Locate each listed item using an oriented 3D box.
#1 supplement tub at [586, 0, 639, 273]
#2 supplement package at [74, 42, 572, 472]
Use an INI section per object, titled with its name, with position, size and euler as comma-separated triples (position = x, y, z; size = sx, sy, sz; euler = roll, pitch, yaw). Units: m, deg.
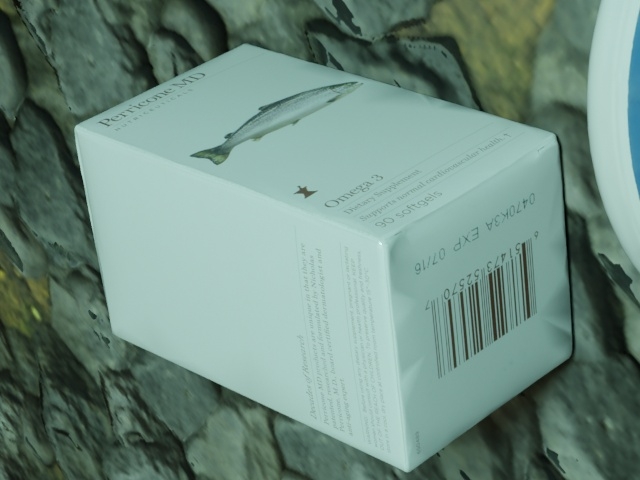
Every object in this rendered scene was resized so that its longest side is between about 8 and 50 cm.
[supplement tub]
position = 0.186, -0.037, 0.495
size = 0.199, 0.144, 0.144
euler = 8, 120, 47
[supplement package]
position = 0.000, 0.000, 0.781
size = 0.179, 0.105, 0.105
euler = 20, 129, 41
